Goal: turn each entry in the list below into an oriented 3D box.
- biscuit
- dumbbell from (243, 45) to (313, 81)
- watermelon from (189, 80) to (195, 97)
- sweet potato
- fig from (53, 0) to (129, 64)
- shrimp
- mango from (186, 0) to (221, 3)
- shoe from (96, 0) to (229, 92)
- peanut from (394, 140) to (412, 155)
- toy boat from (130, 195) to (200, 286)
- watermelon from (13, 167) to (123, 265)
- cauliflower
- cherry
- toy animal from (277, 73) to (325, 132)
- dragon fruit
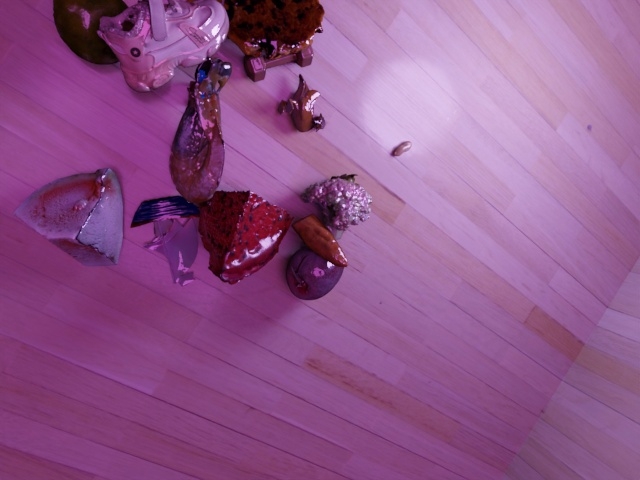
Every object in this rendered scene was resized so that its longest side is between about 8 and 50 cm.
[{"bbox_3d":[-0.149,-0.698,1.394,0.334,0.081,0.289,-32,83,-17],"label":"biscuit"},{"bbox_3d":[-0.138,-0.593,1.453,0.230,0.082,0.092,-24,107,-14],"label":"dumbbell"},{"bbox_3d":[-0.378,-0.469,1.412,0.084,0.072,0.092,8,137,-32],"label":"watermelon"},{"bbox_3d":[0.000,0.000,1.470,0.097,0.252,0.097,-35,154,-20],"label":"sweet potato"},{"bbox_3d":[-0.660,-0.614,1.239,0.235,0.203,0.203,26,91,17],"label":"fig"},{"bbox_3d":[-0.357,-0.324,1.345,0.110,0.221,0.446,-11,121,-54],"label":"shrimp"},{"bbox_3d":[-0.356,-0.726,1.360,0.101,0.066,0.188,24,85,-24],"label":"mango"},{"bbox_3d":[-0.420,-0.576,1.209,0.351,0.172,0.198,-43,148,-10],"label":"shoe"},{"bbox_3d":[0.315,-0.352,1.693,0.083,0.037,0.037,-32,110,-7],"label":"peanut"},{"bbox_3d":[-0.466,-0.010,1.462,0.219,0.072,0.318,-34,113,-7],"label":"toy boat"},{"bbox_3d":[-0.723,-0.066,1.275,0.289,0.214,0.320,11,109,-20],"label":"watermelon"},{"bbox_3d":[0.062,-0.093,1.584,0.256,0.239,0.315,-12,124,-44],"label":"cauliflower"},{"bbox_3d":[-0.022,0.111,1.573,0.266,0.213,0.184,-19,71,-39],"label":"cherry"},{"bbox_3d":[-0.046,-0.465,1.518,0.179,0.089,0.188,1,100,-38],"label":"toy animal"},{"bbox_3d":[-0.272,-0.025,1.389,0.302,0.240,0.330,14,58,6],"label":"dragon fruit"}]
